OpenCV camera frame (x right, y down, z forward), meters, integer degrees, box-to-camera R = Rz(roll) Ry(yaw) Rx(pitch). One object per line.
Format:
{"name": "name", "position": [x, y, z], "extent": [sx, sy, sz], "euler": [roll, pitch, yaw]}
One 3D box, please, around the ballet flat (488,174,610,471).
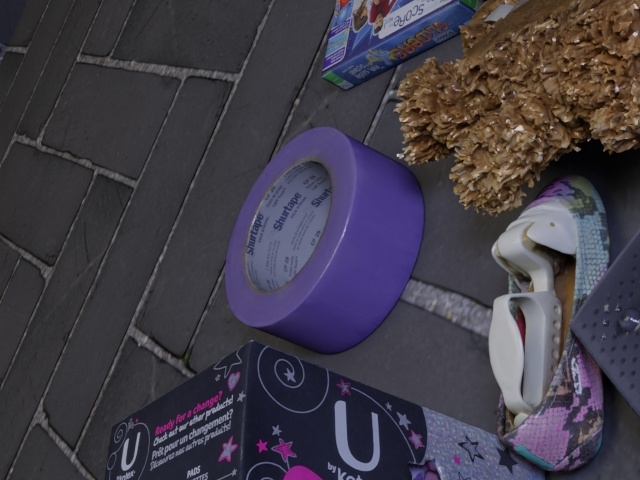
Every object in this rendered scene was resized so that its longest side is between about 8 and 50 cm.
{"name": "ballet flat", "position": [0.147, 0.040, 0.748], "extent": [0.077, 0.079, 0.221], "euler": [-27, 48, 48]}

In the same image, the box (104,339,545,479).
{"name": "box", "position": [0.007, 0.182, 0.697], "extent": [0.163, 0.247, 0.142], "euler": [-34, 44, 41]}

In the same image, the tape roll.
{"name": "tape roll", "position": [0.000, 0.000, 1.002], "extent": [0.189, 0.080, 0.189], "euler": [-35, 42, 39]}

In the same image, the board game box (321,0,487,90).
{"name": "board game box", "position": [0.083, -0.239, 1.085], "extent": [0.201, 0.035, 0.136], "euler": [-18, 54, 51]}

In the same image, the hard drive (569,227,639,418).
{"name": "hard drive", "position": [0.264, 0.005, 0.619], "extent": [0.254, 0.054, 0.172], "euler": [-54, 33, 17]}

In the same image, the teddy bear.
{"name": "teddy bear", "position": [0.175, -0.120, 0.789], "extent": [0.338, 0.113, 0.245], "euler": [-19, 28, 54]}
